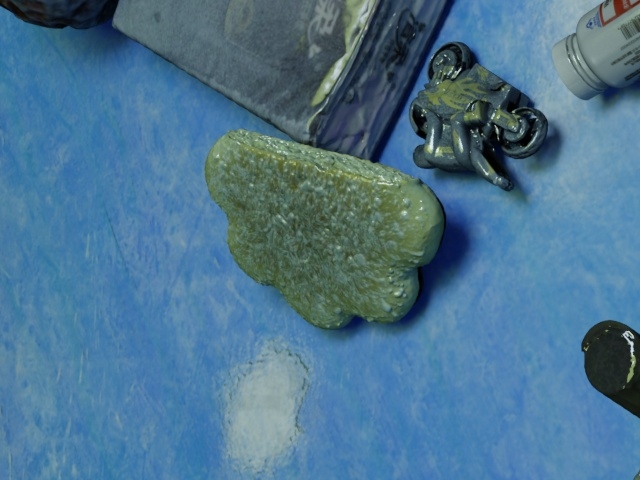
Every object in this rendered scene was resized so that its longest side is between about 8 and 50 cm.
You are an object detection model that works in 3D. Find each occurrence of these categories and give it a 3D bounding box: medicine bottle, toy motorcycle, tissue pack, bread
[{"bbox_3d":[0.285,-0.189,1.588,0.140,0.079,0.079,-32,59,33],"label":"medicine bottle"},{"bbox_3d":[0.143,-0.113,1.711,0.124,0.061,0.193,-53,44,12],"label":"toy motorcycle"},{"bbox_3d":[-0.041,-0.287,1.881,0.394,0.124,0.288,34,106,42],"label":"tissue pack"},{"bbox_3d":[0.000,0.000,1.754,0.286,0.056,0.207,13,122,35],"label":"bread"}]

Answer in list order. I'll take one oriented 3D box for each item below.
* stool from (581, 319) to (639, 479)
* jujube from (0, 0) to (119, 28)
[{"bbox_3d":[0.311,0.254,1.352,0.310,0.226,0.310,40,108,41],"label":"stool"},{"bbox_3d":[-0.308,-0.374,2.049,0.215,0.308,0.246,32,76,5],"label":"jujube"}]
